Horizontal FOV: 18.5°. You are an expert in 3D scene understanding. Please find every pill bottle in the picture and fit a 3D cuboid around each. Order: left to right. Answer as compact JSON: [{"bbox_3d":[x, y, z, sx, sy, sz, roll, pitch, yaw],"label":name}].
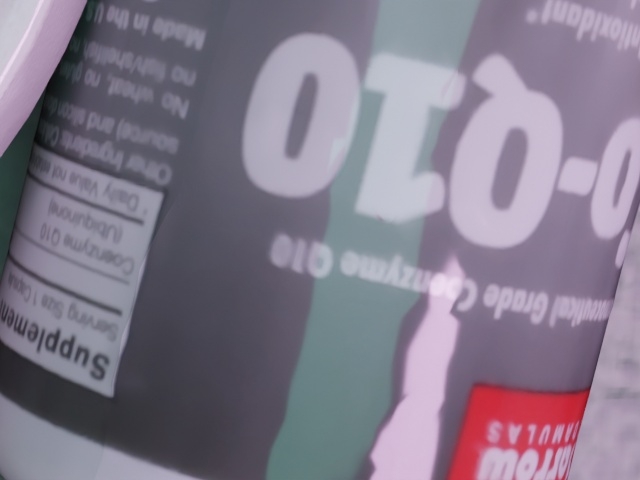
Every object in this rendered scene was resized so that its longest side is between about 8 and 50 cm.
[{"bbox_3d":[0.000,0.000,0.525,0.161,0.161,0.283,12,95,-17],"label":"pill bottle"}]

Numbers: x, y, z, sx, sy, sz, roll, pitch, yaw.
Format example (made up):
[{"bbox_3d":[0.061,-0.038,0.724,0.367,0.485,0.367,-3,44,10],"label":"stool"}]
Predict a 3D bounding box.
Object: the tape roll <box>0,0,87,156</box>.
[{"bbox_3d":[-0.230,-0.129,0.435,0.392,0.072,0.392,0,96,-1],"label":"tape roll"}]
